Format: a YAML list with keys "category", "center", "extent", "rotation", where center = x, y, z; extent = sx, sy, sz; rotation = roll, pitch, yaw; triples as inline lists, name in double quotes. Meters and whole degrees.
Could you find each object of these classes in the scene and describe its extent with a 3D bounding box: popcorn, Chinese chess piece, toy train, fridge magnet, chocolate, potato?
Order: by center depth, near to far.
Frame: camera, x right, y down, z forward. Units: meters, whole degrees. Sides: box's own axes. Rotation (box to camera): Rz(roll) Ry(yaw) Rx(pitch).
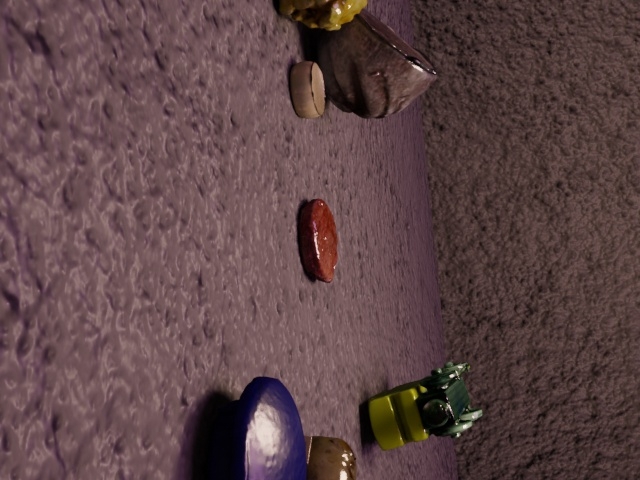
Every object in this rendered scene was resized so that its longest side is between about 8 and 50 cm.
- category: "fridge magnet"
  center: [-0.087, 0.335, 1.232]
  extent: [0.265, 0.112, 0.266]
  rotation: [-6, 90, -75]
- category: "potato"
  center: [-0.009, 0.452, 1.414]
  extent: [0.262, 0.165, 0.165]
  rotation: [-84, 162, -47]
- category: "popcorn"
  center: [-0.008, -0.532, 1.714]
  extent: [0.203, 0.200, 0.226]
  rotation: [-51, 163, -3]
- category: "Chinese chess piece"
  center: [-0.027, -0.321, 1.782]
  extent: [0.122, 0.051, 0.122]
  rotation: [-5, 90, -77]
- category: "chocolate"
  center: [0.102, -0.400, 1.945]
  extent: [0.303, 0.213, 0.303]
  rotation: [33, 20, -14]
- category: "toy train"
  center: [0.272, 0.440, 2.209]
  extent: [0.442, 0.272, 0.179]
  rotation: [14, 58, -73]

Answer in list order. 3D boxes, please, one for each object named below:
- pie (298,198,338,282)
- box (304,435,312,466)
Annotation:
- category: "pie"
  center: [0.000, 0.000, 1.778]
  extent: [0.182, 0.049, 0.182]
  rotation: [-7, 90, -74]
- category: "box"
  center: [-0.058, 0.347, 1.384]
  extent: [0.024, 0.083, 0.053]
  rotation: [93, 6, -45]
